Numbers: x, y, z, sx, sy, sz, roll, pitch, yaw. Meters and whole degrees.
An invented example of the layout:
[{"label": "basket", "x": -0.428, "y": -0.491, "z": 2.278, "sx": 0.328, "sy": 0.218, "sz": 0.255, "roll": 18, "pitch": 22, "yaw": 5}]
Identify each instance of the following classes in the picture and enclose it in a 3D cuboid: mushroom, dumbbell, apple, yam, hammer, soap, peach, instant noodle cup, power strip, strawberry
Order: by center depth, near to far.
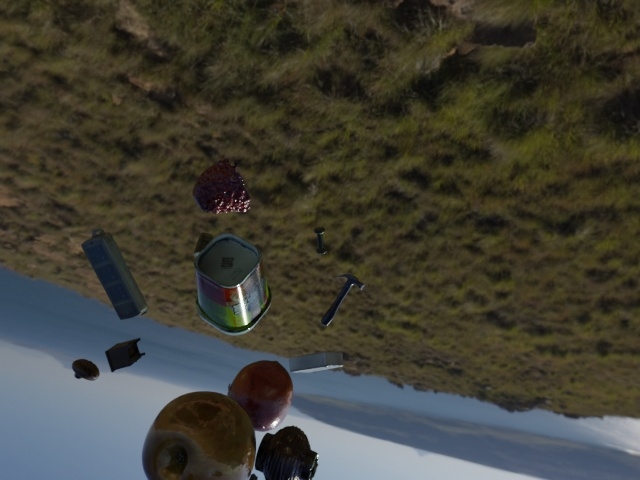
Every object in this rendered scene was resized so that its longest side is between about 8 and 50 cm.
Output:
[{"label": "power strip", "x": -0.567, "y": 0.099, "z": 1.272, "sx": 0.078, "sy": 0.052, "sz": 0.272, "roll": -17, "pitch": 106, "yaw": 13}, {"label": "apple", "x": -0.414, "y": 0.717, "z": 1.581, "sx": 0.391, "sy": 0.391, "sz": 0.346, "roll": 7, "pitch": 164, "yaw": 19}, {"label": "instant noodle cup", "x": -0.326, "y": 0.150, "z": 1.688, "sx": 0.294, "sy": 0.294, "sz": 0.308, "roll": 12, "pitch": 143, "yaw": 4}, {"label": "strawberry", "x": -0.381, "y": -0.180, "z": 1.729, "sx": 0.234, "sy": 0.178, "sz": 0.234, "roll": 41, "pitch": 150, "yaw": 31}, {"label": "soap", "x": -0.017, "y": 0.475, "z": 1.795, "sx": 0.183, "sy": 0.064, "sz": 0.121, "roll": -19, "pitch": 158, "yaw": 32}, {"label": "yam", "x": -0.483, "y": 0.016, "z": 1.927, "sx": 0.070, "sy": 0.146, "sz": 0.069, "roll": 4, "pitch": 135, "yaw": 4}, {"label": "dumbbell", "x": 0.000, "y": 0.000, "z": 2.019, "sx": 0.052, "sy": 0.118, "sz": 0.046, "roll": -6, "pitch": -159, "yaw": 1}, {"label": "mushroom", "x": -1.040, "y": 0.573, "z": 2.040, "sx": 0.109, "sy": 0.085, "sz": 0.126, "roll": -22, "pitch": 126, "yaw": 43}, {"label": "hammer", "x": 0.083, "y": 0.290, "z": 2.236, "sx": 0.137, "sy": 0.290, "sz": 0.037, "roll": 38, "pitch": -169, "yaw": 26}, {"label": "peach", "x": -0.301, "y": 0.792, "z": 2.371, "sx": 0.373, "sy": 0.372, "sz": 0.290, "roll": 23, "pitch": 131, "yaw": -21}]

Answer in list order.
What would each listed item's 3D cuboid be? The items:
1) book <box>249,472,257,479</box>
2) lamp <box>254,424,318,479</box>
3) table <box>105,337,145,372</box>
[{"label": "book", "x": -0.411, "y": 1.177, "z": 1.868, "sx": 0.300, "sy": 0.428, "sz": 0.039, "roll": -29, "pitch": 106, "yaw": 9}, {"label": "lamp", "x": -0.123, "y": 0.834, "z": 1.760, "sx": 0.247, "sy": 0.247, "sz": 0.247, "roll": 12, "pitch": 159, "yaw": 5}, {"label": "table", "x": -0.614, "y": 0.359, "z": 1.456, "sx": 0.082, "sy": 0.070, "sz": 0.083, "roll": -16, "pitch": -176, "yaw": 5}]
